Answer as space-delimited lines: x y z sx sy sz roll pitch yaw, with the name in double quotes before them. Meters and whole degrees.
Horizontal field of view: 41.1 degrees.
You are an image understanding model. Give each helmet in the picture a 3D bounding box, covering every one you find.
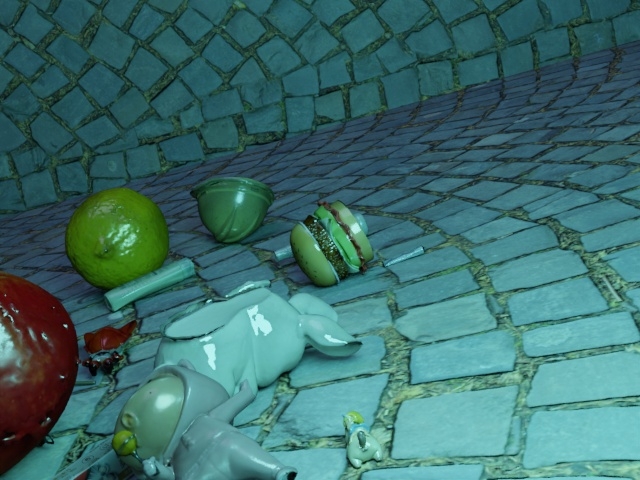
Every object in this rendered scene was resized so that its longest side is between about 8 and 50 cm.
"helmet" -0.236 -0.062 2.196 0.204 0.137 0.258 16 -19 -28

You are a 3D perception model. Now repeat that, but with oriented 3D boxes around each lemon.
"lemon" -0.484 -0.003 2.043 0.267 0.267 0.267 -15 17 5

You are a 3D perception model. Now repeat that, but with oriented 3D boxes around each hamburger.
"hamburger" 0.015 0.014 1.683 0.137 0.175 0.175 -33 20 -9

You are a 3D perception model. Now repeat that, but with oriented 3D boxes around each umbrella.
"umbrella" -0.467 0.323 1.383 0.149 0.022 0.022 -12 19 48

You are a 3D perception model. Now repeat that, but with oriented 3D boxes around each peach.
"peach" -0.540 0.207 1.268 0.370 0.370 0.370 -15 17 5

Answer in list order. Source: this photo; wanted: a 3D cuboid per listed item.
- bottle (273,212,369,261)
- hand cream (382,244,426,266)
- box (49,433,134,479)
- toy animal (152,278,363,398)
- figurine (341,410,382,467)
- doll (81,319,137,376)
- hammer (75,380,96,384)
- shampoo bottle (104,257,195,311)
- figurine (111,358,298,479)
"bottle" 0.000 0.000 1.903 0.217 0.060 0.060 -22 18 -13
"hand cream" 0.169 0.033 1.715 0.093 0.019 0.030 -22 18 4
"box" -0.324 0.332 1.151 0.040 0.055 0.218 -4 20 42
"toy animal" -0.108 0.161 1.329 0.325 0.154 0.208 -15 22 -12
"figurine" 0.049 0.246 1.080 0.047 0.050 0.083 -14 16 -11
"doll" -0.412 0.203 1.636 0.109 0.057 0.169 -15 16 -1
"hammer" -0.460 0.261 1.569 0.110 0.019 0.035 -7 19 22
"shampoo bottle" -0.391 0.100 1.963 0.212 0.049 0.072 -25 11 -23
"figurine" -0.165 0.249 1.078 0.176 0.186 0.287 -54 38 2
